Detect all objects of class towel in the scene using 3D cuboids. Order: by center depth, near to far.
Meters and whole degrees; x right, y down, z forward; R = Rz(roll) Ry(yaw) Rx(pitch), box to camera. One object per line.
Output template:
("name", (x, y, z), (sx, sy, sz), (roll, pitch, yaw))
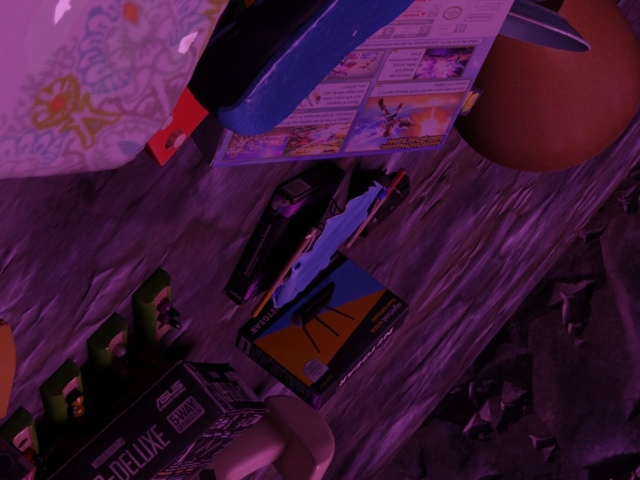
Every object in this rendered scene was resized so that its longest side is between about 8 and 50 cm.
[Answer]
("towel", (-0.158, -0.189, 1.165), (0.320, 0.090, 0.374), (-3, 131, -51))

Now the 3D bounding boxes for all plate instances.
("plate", (0.183, -0.226, 1.920), (0.188, 0.188, 0.024), (17, 91, -74))

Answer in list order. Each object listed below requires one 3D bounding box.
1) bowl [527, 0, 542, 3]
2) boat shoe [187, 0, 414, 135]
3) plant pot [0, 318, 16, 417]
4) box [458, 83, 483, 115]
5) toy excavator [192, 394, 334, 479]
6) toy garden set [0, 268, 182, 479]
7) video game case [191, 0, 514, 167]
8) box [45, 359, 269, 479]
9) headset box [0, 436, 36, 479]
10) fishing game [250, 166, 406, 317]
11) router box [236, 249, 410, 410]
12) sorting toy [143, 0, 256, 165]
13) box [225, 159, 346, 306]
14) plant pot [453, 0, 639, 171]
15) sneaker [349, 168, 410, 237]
("bowl", (0.221, -0.358, 1.909), (0.311, 0.163, 0.311), (-49, 165, -18))
("boat shoe", (-0.001, -0.194, 1.429), (0.258, 0.089, 0.109), (-41, 149, -21))
("plant pot", (-0.296, 0.097, 1.569), (0.081, 0.081, 0.083), (-15, 128, -66))
("box", (0.093, -0.182, 2.020), (0.036, 0.114, 0.207), (-55, 164, 11))
("toy excavator", (-0.157, 0.369, 2.390), (0.432, 0.445, 0.222), (5, 135, -22))
("toy garden set", (-0.226, 0.168, 1.990), (0.244, 0.049, 0.204), (-46, 164, -22))
("video game case", (0.037, -0.183, 1.757), (0.269, 0.061, 0.244), (-6, 136, -34))
("box", (-0.187, 0.236, 2.068), (0.242, 0.076, 0.307), (-41, 172, 3))
("headset box", (-0.315, 0.223, 1.823), (0.083, 0.062, 0.032), (-40, 161, -37))
("fishing game", (0.000, 0.000, 2.197), (0.189, 0.041, 0.264), (-55, 170, 34))
("router box", (0.004, 0.106, 2.376), (0.179, 0.133, 0.046), (-44, 164, -30))
("sorting toy", (-0.103, -0.190, 1.460), (0.257, 0.089, 0.255), (-50, 165, -9))
("box", (-0.040, -0.008, 2.185), (0.116, 0.029, 0.162), (-31, 152, -55))
("plant pot", (0.234, -0.228, 2.146), (0.237, 0.237, 0.254), (-51, 159, -6))
("sneaker", (0.076, -0.062, 2.378), (0.089, 0.051, 0.170), (-45, 168, -26))
